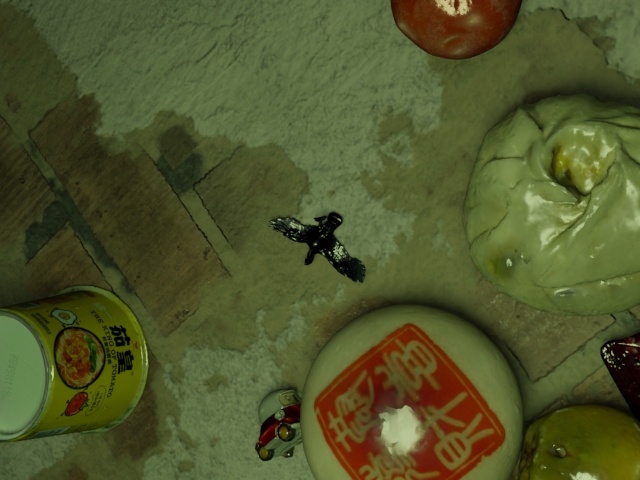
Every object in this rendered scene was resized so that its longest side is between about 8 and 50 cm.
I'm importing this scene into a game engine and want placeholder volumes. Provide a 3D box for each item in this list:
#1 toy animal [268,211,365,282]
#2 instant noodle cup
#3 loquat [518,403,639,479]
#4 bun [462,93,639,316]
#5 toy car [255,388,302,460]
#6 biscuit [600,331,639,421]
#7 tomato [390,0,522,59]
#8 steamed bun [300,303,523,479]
[{"bbox_3d":[0.000,0.000,1.275,0.220,0.062,0.107,29,116,18],"label":"toy animal"},{"bbox_3d":[-0.553,0.254,1.352,0.326,0.254,0.325,-1,88,20],"label":"instant noodle cup"},{"bbox_3d":[0.432,0.358,1.026,0.246,0.213,0.213,13,92,2],"label":"loquat"},{"bbox_3d":[0.395,-0.054,1.044,0.366,0.219,0.364,0,89,23],"label":"bun"},{"bbox_3d":[-0.072,0.338,1.261,0.139,0.112,0.112,-43,59,25],"label":"toy car"},{"bbox_3d":[0.571,0.174,1.052,0.235,0.063,0.151,-33,90,11],"label":"biscuit"},{"bbox_3d":[0.233,-0.423,1.134,0.232,0.189,0.231,0,90,20],"label":"tomato"},{"bbox_3d":[0.137,0.282,1.086,0.375,0.241,0.374,-5,72,15],"label":"steamed bun"}]
